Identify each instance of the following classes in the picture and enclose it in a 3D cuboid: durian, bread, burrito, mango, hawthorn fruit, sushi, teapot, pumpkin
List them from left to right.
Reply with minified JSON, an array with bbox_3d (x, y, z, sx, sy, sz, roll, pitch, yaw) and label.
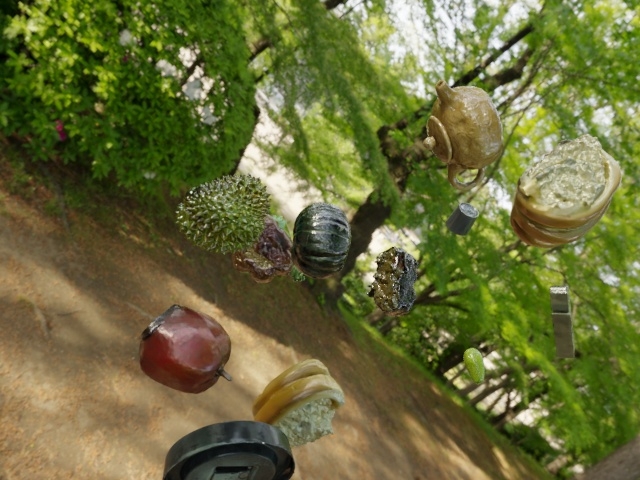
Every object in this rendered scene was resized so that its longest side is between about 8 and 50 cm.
[{"bbox_3d":[-0.314,0.271,1.242,0.250,0.215,0.215,22,5,14],"label":"hawthorn fruit"},{"bbox_3d":[-0.273,-0.073,1.489,0.291,0.291,0.224,-69,140,-76],"label":"durian"},{"bbox_3d":[-0.208,0.038,1.833,0.246,0.232,0.135,57,-12,-1],"label":"bread"},{"bbox_3d":[-0.119,0.029,1.967,0.104,0.054,0.287,-8,-79,60],"label":"burrito"},{"bbox_3d":[-0.095,0.687,2.094,0.329,0.424,0.245,32,21,-25],"label":"bread"},{"bbox_3d":[0.000,0.000,1.449,0.162,0.220,0.220,11,22,-9],"label":"pumpkin"},{"bbox_3d":[0.222,0.129,1.606,0.115,0.147,0.212,24,70,-36],"label":"sushi"},{"bbox_3d":[0.329,-0.249,1.233,0.203,0.167,0.311,-113,-178,-52],"label":"teapot"},{"bbox_3d":[0.470,0.382,1.545,0.073,0.056,0.108,23,56,-61],"label":"mango"},{"bbox_3d":[0.693,-0.107,1.431,0.211,0.316,0.270,43,-21,37],"label":"bread"}]

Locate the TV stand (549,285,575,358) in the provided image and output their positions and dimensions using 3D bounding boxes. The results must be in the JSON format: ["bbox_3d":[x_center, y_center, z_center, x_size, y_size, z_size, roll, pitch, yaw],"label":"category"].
[{"bbox_3d":[0.516,0.178,1.081,0.249,0.036,0.042,59,41,-42],"label":"TV stand"}]

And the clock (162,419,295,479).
[{"bbox_3d":[-0.267,0.665,1.493,0.386,0.386,0.076,43,19,-37],"label":"clock"}]

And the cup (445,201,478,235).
[{"bbox_3d":[0.442,-0.075,1.577,0.078,0.077,0.100,20,41,-5],"label":"cup"}]
